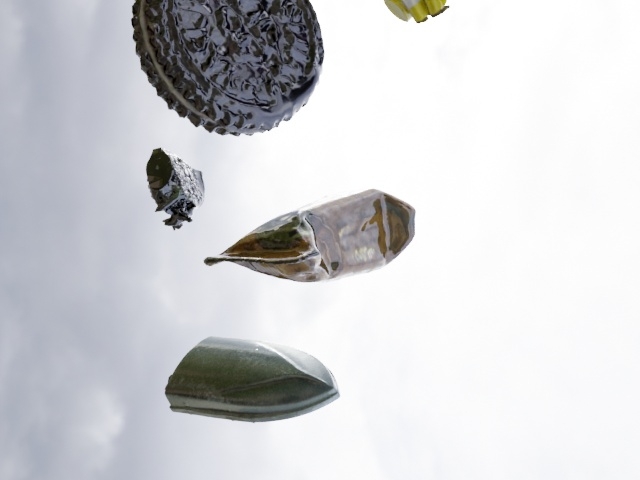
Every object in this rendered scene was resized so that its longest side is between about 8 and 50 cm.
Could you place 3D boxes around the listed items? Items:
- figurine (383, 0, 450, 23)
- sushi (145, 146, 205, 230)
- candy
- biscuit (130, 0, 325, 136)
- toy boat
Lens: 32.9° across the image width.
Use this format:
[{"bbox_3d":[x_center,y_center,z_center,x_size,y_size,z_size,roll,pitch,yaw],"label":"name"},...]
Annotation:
[{"bbox_3d":[0.073,-0.304,1.110,0.109,0.178,0.130,-15,-118,53],"label":"figurine"},{"bbox_3d":[-0.190,-0.067,1.415,0.083,0.056,0.085,60,18,-56],"label":"sushi"},{"bbox_3d":[0.000,0.000,1.254,0.143,0.271,0.101,-6,-85,39],"label":"candy"},{"bbox_3d":[-0.082,-0.186,0.991,0.053,0.194,0.195,-23,-111,52],"label":"biscuit"},{"bbox_3d":[-0.098,0.219,1.655,0.319,0.141,0.092,0,-50,40],"label":"toy boat"}]
